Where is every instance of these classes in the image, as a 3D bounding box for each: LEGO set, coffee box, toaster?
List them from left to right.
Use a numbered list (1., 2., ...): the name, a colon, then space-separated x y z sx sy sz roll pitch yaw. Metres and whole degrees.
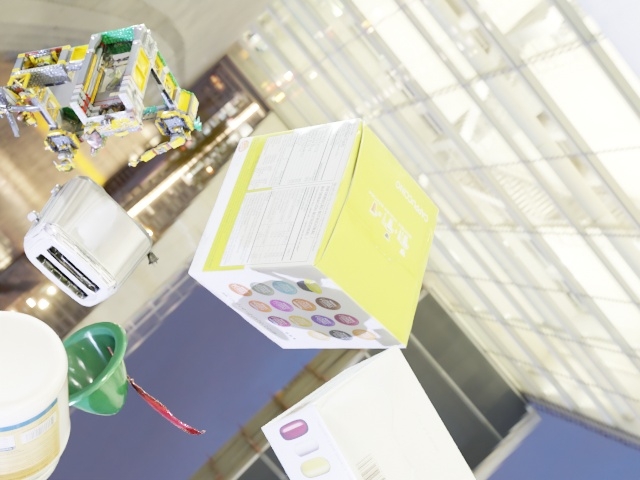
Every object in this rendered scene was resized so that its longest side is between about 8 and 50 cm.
1. toaster: -0.402 0.011 1.527 0.129 0.227 0.146 -25 -154 41
2. LEGO set: -0.374 -0.198 1.444 0.331 0.255 0.192 -2 -127 8
3. coffee box: 0.000 0.000 1.803 0.334 0.337 0.338 -5 -124 38

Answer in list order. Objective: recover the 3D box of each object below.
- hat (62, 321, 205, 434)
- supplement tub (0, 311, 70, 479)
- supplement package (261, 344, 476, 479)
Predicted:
1. hat: -0.339 0.261 1.443 0.173 0.183 0.208 -38 -146 -7
2. supplement tub: -0.363 0.192 1.004 0.144 0.144 0.199 -51 164 -42
3. supplement package: 0.078 0.332 1.318 0.204 0.262 0.145 -27 174 -43
